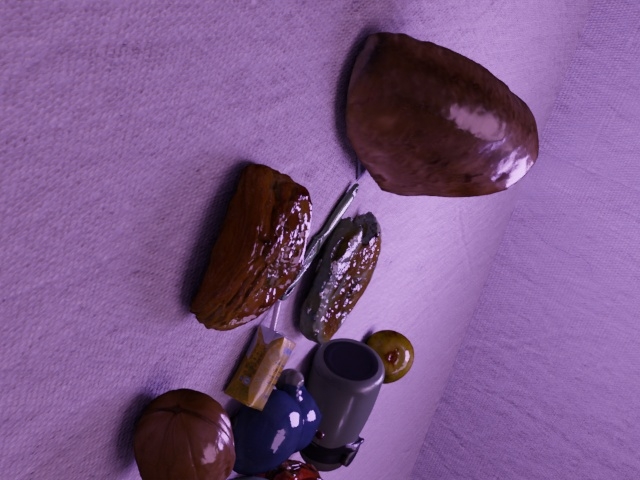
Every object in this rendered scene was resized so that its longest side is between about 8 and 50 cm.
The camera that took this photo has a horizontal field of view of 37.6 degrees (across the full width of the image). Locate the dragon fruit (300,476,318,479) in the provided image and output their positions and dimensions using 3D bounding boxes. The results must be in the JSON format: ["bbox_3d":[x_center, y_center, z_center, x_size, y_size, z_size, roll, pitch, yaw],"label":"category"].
[{"bbox_3d":[-0.087,0.620,1.930,0.134,0.211,0.262,55,51,-42],"label":"dragon fruit"}]

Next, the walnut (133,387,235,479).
[{"bbox_3d":[-0.213,0.326,1.484,0.167,0.167,0.207,-50,154,-35],"label":"walnut"}]

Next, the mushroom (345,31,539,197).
[{"bbox_3d":[0.217,-0.225,1.732,0.397,0.314,0.224,41,62,-63],"label":"mushroom"}]

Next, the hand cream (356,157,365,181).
[{"bbox_3d":[0.083,-0.152,1.875,0.030,0.019,0.093,-54,160,-24],"label":"hand cream"}]

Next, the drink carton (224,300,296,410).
[{"bbox_3d":[-0.099,0.215,1.767,0.200,0.074,0.084,-62,152,-6],"label":"drink carton"}]

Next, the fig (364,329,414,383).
[{"bbox_3d":[0.175,0.302,2.518,0.186,0.148,0.142,-140,-125,-71],"label":"fig"}]

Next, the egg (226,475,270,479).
[{"bbox_3d":[-0.167,0.549,1.821,0.231,0.168,0.168,-29,153,-5],"label":"egg"}]

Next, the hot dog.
[{"bbox_3d":[-0.104,0.023,1.456,0.272,0.122,0.196,-68,162,5],"label":"hot dog"}]

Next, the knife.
[{"bbox_3d":[-0.002,-0.001,1.839,0.293,0.020,0.043,-57,161,-18],"label":"knife"}]

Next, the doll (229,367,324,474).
[{"bbox_3d":[-0.099,0.376,1.887,0.258,0.154,0.228,1,117,-62],"label":"doll"}]

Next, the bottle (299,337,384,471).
[{"bbox_3d":[0.036,0.400,2.209,0.168,0.168,0.347,-42,154,-47],"label":"bottle"}]

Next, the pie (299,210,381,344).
[{"bbox_3d":[0.044,0.080,1.981,0.302,0.067,0.302,-52,158,-31],"label":"pie"}]

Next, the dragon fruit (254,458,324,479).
[{"bbox_3d":[-0.065,0.621,2.121,0.250,0.250,0.315,-58,162,-19],"label":"dragon fruit"}]
